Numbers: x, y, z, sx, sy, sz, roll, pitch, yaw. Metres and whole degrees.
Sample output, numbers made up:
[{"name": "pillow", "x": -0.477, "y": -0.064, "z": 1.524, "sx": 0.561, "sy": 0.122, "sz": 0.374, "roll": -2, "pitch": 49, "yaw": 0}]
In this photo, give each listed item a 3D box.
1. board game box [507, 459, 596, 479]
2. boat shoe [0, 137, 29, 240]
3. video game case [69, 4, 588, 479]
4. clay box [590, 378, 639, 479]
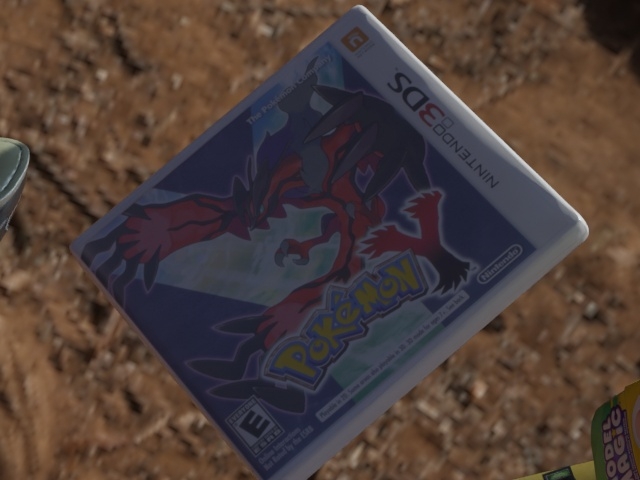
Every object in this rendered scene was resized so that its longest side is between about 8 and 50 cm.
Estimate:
[{"name": "board game box", "x": 0.184, "y": 0.262, "z": 1.563, "sx": 0.243, "sy": 0.042, "sz": 0.165, "roll": -14, "pitch": 53, "yaw": 7}, {"name": "boat shoe", "x": -0.302, "y": 0.001, "z": 1.603, "sx": 0.081, "sy": 0.069, "sz": 0.228, "roll": 13, "pitch": 41, "yaw": 19}, {"name": "video game case", "x": 0.000, "y": 0.000, "z": 0.997, "sx": 0.201, "sy": 0.023, "sz": 0.183, "roll": -41, "pitch": 60, "yaw": -4}, {"name": "clay box", "x": 0.200, "y": 0.096, "z": 0.804, "sx": 0.053, "sy": 0.222, "sz": 0.127, "roll": 9, "pitch": 64, "yaw": -30}]
